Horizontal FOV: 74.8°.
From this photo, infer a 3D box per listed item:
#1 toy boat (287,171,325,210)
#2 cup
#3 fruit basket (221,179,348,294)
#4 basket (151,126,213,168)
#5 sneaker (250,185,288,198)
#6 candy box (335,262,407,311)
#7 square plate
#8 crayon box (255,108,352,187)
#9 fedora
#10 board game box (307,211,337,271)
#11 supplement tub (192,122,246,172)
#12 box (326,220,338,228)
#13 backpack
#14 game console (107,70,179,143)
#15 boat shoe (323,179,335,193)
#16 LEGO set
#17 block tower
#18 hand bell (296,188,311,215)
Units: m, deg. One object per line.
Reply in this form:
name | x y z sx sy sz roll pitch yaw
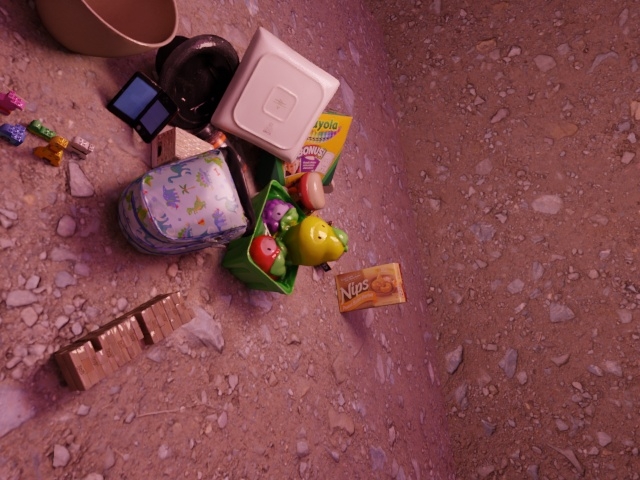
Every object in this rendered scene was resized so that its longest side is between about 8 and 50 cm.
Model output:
toy boat | -0.064 -0.186 1.629 0.231 0.151 0.151 -90 168 -82
cup | -0.572 -0.606 1.060 0.331 0.237 0.331 32 51 -51
fruit basket | -0.108 -0.009 1.452 0.283 0.392 0.392 48 39 -38
basket | -0.420 -0.261 1.295 0.167 0.103 0.113 19 60 -54
sneaker | -0.194 -0.161 1.601 0.061 0.158 0.065 -100 174 -52
candy box | 0.231 0.224 1.961 0.087 0.316 0.183 11 68 -56
square plate | -0.142 -0.467 1.424 0.347 0.344 0.049 21 20 -36
crayon box | -0.064 -0.375 1.694 0.363 0.106 0.313 -12 130 -46
fedora | -0.409 -0.521 1.322 0.152 0.334 0.334 46 26 15
board game box | 0.000 0.000 1.892 0.243 0.042 0.165 55 37 -11
supplement tub | -0.347 -0.299 1.433 0.198 0.106 0.106 56 35 -30
box | 0.049 0.013 2.030 0.114 0.036 0.207 54 36 -32
backpack | -0.368 -0.098 1.154 0.355 0.273 0.290 -17 97 -23
game console | -0.492 -0.366 1.166 0.124 0.144 0.085 50 11 14
boat shoe | -0.031 -0.378 1.975 0.340 0.127 0.158 45 47 -41
LEGO set | -0.625 -0.240 0.952 0.227 0.093 0.087 36 48 -48
block tower | -0.463 0.228 1.021 0.335 0.091 0.097 -32 106 -59
hand bell | -0.108 -0.224 1.832 0.126 0.126 0.242 42 31 -43
